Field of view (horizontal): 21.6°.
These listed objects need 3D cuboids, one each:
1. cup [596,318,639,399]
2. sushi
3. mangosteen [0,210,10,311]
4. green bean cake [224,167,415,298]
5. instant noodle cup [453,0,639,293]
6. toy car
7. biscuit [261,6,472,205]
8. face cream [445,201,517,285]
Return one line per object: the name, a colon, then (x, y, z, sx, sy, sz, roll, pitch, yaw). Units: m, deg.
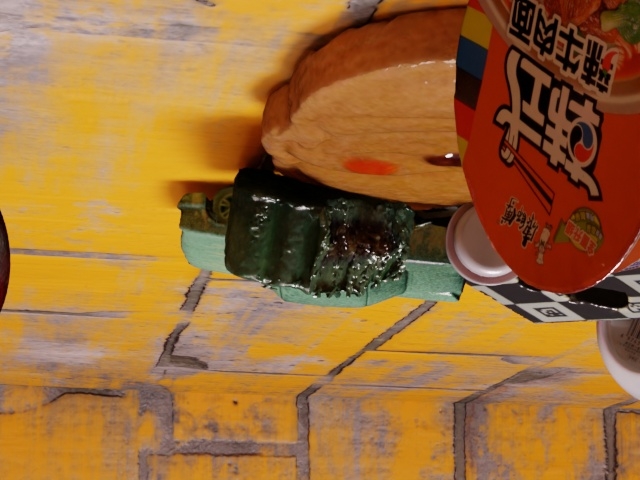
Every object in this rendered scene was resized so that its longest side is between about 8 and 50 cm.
cup: (0.493, 0.122, 2.074, 0.212, 0.212, 0.317, -11, 162, 43)
sushi: (0.285, -0.001, 1.853, 0.359, 0.064, 0.343, -5, 154, 45)
mangosteen: (-0.435, 0.025, 1.548, 0.311, 0.311, 0.311, 1, 167, 0)
green bean cake: (0.000, 0.000, 1.648, 0.193, 0.107, 0.208, 14, -176, -3)
instant noodle cup: (0.231, -0.096, 1.117, 0.192, 0.250, 0.250, -4, 171, -25)
toy car: (0.003, 0.015, 1.819, 0.320, 0.097, 0.141, 7, 160, 3)
biscuit: (0.123, -0.100, 1.465, 0.349, 0.078, 0.455, 5, 167, -1)
face cream: (0.171, 0.002, 1.704, 0.091, 0.091, 0.095, 1, 174, 0)
